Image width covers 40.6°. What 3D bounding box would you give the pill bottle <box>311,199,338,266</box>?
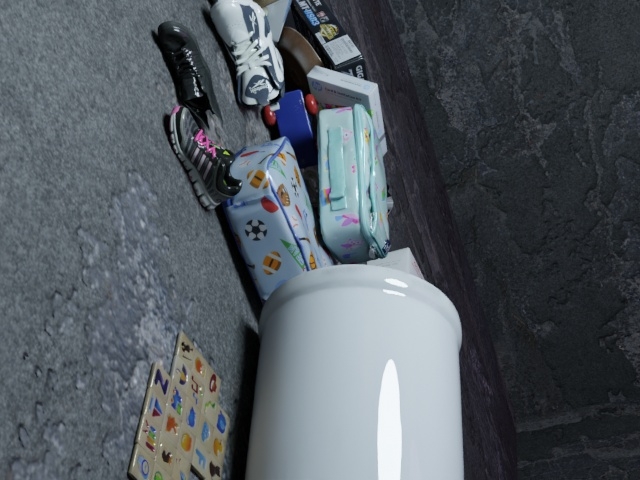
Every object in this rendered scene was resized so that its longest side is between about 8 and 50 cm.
[{"bbox_3d":[0.000,0.000,1.718,0.086,0.086,0.152,53,28,-52],"label":"pill bottle"}]

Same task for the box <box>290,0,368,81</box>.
[{"bbox_3d":[0.032,-0.360,1.893,0.295,0.073,0.293,74,-6,-50],"label":"box"}]

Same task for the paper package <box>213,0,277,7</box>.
[{"bbox_3d":[-0.178,-0.616,1.509,0.325,0.168,0.309,41,38,-61],"label":"paper package"}]

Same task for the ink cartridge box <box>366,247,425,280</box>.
[{"bbox_3d":[0.200,0.166,2.158,0.353,0.119,0.207,-86,155,-45],"label":"ink cartridge box"}]

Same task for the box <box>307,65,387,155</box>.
[{"bbox_3d":[0.056,-0.254,1.743,0.038,0.145,0.186,-52,150,-28],"label":"box"}]

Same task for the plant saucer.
[{"bbox_3d":[-0.040,-0.352,1.823,0.198,0.036,0.198,51,-16,21],"label":"plant saucer"}]

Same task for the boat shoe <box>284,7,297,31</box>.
[{"bbox_3d":[-0.055,-0.599,2.005,0.088,0.096,0.267,-12,89,-77],"label":"boat shoe"}]

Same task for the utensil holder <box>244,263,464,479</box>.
[{"bbox_3d":[0.049,0.284,1.274,0.327,0.328,0.385,59,27,-43],"label":"utensil holder"}]

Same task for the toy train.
[{"bbox_3d":[-0.034,-0.170,1.748,0.143,0.105,0.248,-21,97,-86],"label":"toy train"}]

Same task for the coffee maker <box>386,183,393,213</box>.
[{"bbox_3d":[0.092,-0.122,2.047,0.178,0.120,0.171,-14,88,-73],"label":"coffee maker"}]

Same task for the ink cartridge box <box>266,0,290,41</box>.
[{"bbox_3d":[-0.090,-0.503,1.792,0.181,0.062,0.104,-81,-169,-51],"label":"ink cartridge box"}]

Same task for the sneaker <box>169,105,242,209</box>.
[{"bbox_3d":[-0.169,-0.130,1.309,0.063,0.075,0.170,-72,144,-60],"label":"sneaker"}]

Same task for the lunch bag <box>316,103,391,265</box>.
[{"bbox_3d":[0.062,-0.099,1.609,0.224,0.108,0.279,59,26,-67],"label":"lunch bag"}]

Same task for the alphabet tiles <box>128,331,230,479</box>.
[{"bbox_3d":[-0.173,0.244,1.119,0.237,0.009,0.198,-87,155,-45],"label":"alphabet tiles"}]

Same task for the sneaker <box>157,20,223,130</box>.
[{"bbox_3d":[-0.201,-0.255,1.347,0.170,0.051,0.089,58,20,-53],"label":"sneaker"}]

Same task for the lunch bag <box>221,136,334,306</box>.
[{"bbox_3d":[-0.065,-0.017,1.488,0.243,0.115,0.303,-71,145,-69],"label":"lunch bag"}]

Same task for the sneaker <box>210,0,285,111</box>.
[{"bbox_3d":[-0.123,-0.324,1.571,0.235,0.094,0.153,67,8,-59],"label":"sneaker"}]

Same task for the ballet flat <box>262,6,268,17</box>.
[{"bbox_3d":[-0.142,-0.454,1.657,0.052,0.057,0.168,51,6,-32],"label":"ballet flat"}]
